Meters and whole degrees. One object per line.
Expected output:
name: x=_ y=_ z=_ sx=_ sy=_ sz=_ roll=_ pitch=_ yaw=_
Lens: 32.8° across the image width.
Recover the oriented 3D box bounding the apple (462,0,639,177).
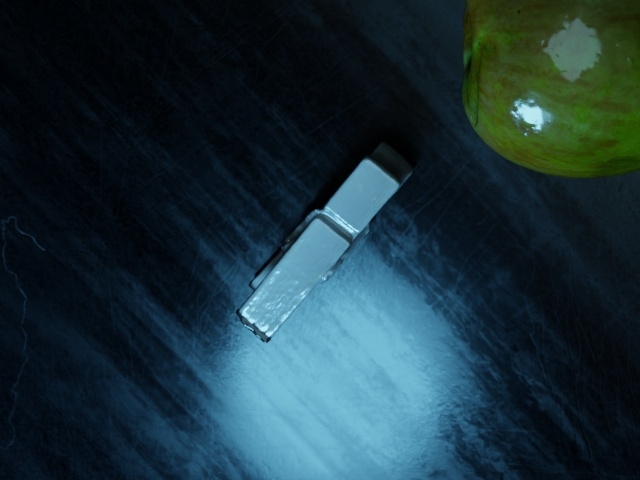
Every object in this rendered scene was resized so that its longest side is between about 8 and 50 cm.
apple: x=0.304 y=-0.235 z=1.190 sx=0.339 sy=0.339 sz=0.340 roll=8 pitch=116 yaw=16

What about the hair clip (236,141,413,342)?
hair clip: x=0.004 y=0.003 z=1.537 sx=0.085 sy=0.101 sz=0.331 roll=44 pitch=118 yaw=0
